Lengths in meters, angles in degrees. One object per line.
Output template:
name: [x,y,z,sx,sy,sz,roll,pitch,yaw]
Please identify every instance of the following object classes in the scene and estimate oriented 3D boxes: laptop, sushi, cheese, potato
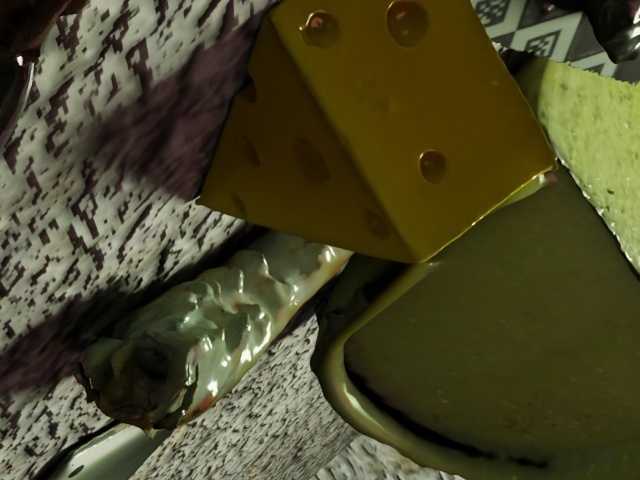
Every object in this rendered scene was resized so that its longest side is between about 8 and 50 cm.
laptop: [-0.196,0.204,1.253,0.269,0.015,0.188,-48,168,31]
sushi: [0.201,-0.159,0.908,0.231,0.047,0.219,7,134,-51]
cheese: [0.006,-0.053,0.789,0.093,0.126,0.171,-36,-171,-25]
potato: [0.146,0.025,1.259,0.280,0.330,0.212,-28,-147,30]

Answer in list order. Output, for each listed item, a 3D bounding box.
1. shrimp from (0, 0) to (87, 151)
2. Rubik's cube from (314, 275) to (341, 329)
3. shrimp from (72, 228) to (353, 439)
shrimp: [-0.008,-0.112,0.332,0.145,0.116,0.343,-9,149,-46]
Rubik's cube: [0.049,0.065,1.373,0.111,0.111,0.093,-34,144,-37]
shrimp: [-0.017,0.016,0.958,0.287,0.068,0.185,-38,176,-17]
